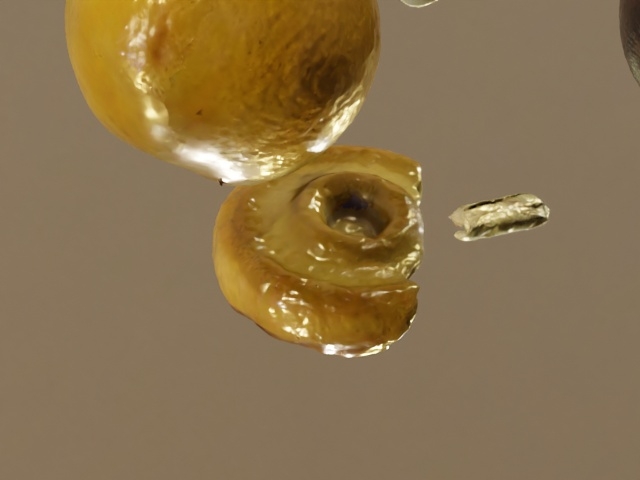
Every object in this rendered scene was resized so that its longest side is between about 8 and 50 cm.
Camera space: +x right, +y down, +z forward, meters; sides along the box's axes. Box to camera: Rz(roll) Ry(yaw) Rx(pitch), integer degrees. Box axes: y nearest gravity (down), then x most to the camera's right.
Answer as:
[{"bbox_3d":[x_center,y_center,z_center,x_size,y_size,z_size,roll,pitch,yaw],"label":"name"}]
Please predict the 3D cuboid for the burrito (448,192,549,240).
[{"bbox_3d":[0.240,-0.033,2.458,0.188,0.058,0.045,-12,-27,-42],"label":"burrito"}]

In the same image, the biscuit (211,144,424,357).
[{"bbox_3d":[0.000,-0.001,1.813,0.213,0.274,0.091,-1,-48,-2],"label":"biscuit"}]

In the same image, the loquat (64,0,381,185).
[{"bbox_3d":[-0.084,-0.190,1.553,0.275,0.275,0.274,-27,-47,-34],"label":"loquat"}]

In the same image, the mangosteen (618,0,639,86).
[{"bbox_3d":[0.468,-0.235,1.880,0.330,0.330,0.330,-27,-47,-34],"label":"mangosteen"}]

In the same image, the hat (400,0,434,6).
[{"bbox_3d":[0.096,-0.363,1.823,0.252,0.110,0.252,-42,-31,-33],"label":"hat"}]
